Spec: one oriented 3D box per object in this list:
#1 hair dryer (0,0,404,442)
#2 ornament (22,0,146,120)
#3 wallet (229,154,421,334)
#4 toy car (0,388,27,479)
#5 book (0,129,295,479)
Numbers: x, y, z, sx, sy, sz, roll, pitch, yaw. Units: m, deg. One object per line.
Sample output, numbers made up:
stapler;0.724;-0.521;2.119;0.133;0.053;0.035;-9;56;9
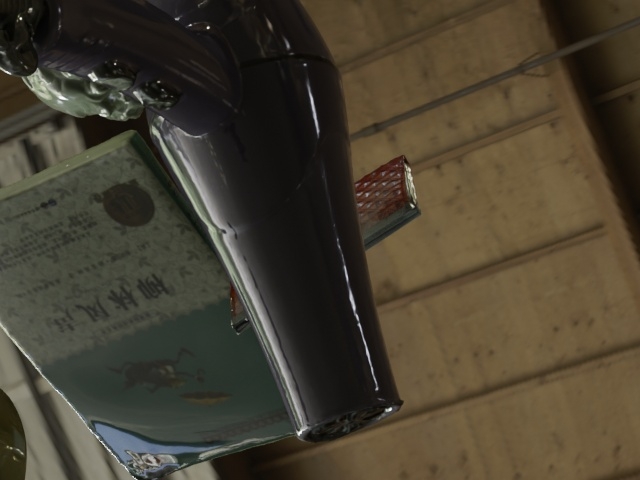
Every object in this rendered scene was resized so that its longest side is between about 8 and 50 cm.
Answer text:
hair dryer;-0.085;-0.051;0.738;0.121;0.361;0.301;-26;-110;22
ornament;-0.187;-0.249;1.266;0.130;0.120;0.285;13;-91;15
wallet;0.000;0.000;1.261;0.196;0.103;0.020;-33;-62;17
toy car;-0.278;0.223;1.048;0.256;0.124;0.101;-55;-139;11
book;-0.181;0.081;1.411;0.264;0.031;0.379;-21;-59;25
